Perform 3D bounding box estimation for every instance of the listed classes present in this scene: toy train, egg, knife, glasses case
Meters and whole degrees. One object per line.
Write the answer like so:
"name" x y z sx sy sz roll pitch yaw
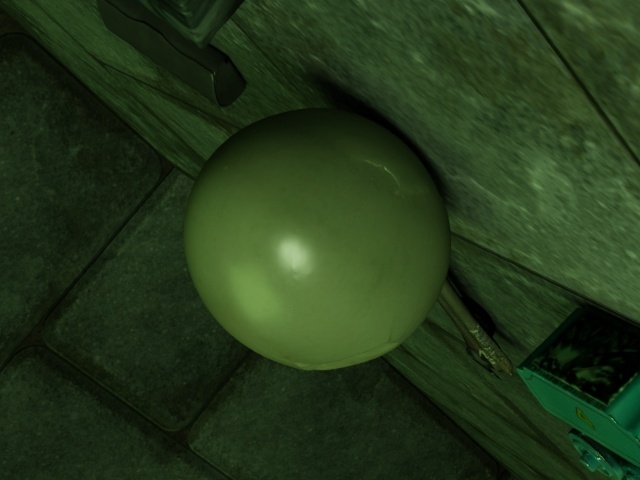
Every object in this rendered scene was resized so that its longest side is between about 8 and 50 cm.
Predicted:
"toy train" 0.264 0.142 1.011 0.154 0.107 0.198 51 169 -28
"egg" 0.000 0.000 1.005 0.219 0.219 0.269 37 -169 20
"knife" 0.154 0.063 1.375 0.089 0.043 0.365 35 170 37
"glasses case" -0.163 -0.212 1.284 0.190 0.042 0.072 36 165 27

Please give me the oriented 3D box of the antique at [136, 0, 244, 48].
"antique" -0.088 -0.199 0.715 0.088 0.086 0.183 38 173 6
